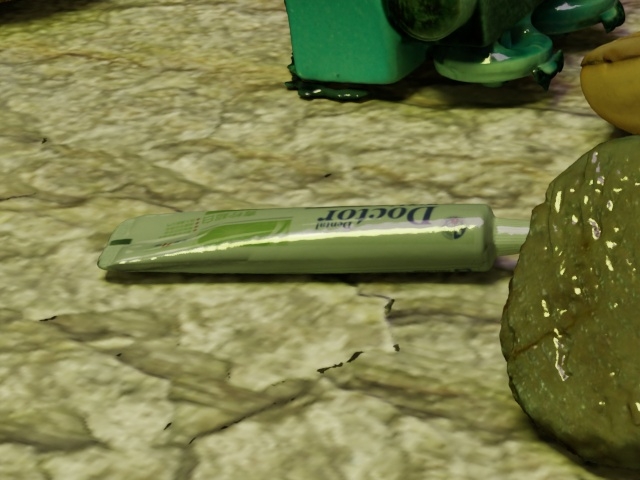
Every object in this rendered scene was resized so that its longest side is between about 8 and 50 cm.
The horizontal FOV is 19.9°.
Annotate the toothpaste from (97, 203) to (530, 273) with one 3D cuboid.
[{"bbox_3d":[0.000,0.000,0.799,0.197,0.029,0.048,-1,27,11],"label":"toothpaste"}]

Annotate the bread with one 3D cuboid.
[{"bbox_3d":[0.182,-0.081,0.904,0.082,0.056,0.115,-8,9,32],"label":"bread"}]

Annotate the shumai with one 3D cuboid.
[{"bbox_3d":[0.129,0.030,0.684,0.099,0.123,0.087,-3,-20,44],"label":"shumai"}]

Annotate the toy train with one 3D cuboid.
[{"bbox_3d":[0.070,-0.156,1.005,0.163,0.112,0.203,7,26,30],"label":"toy train"}]

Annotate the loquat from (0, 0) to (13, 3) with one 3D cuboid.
[{"bbox_3d":[-0.221,-0.244,1.112,0.213,0.213,0.213,-3,27,1],"label":"loquat"}]
